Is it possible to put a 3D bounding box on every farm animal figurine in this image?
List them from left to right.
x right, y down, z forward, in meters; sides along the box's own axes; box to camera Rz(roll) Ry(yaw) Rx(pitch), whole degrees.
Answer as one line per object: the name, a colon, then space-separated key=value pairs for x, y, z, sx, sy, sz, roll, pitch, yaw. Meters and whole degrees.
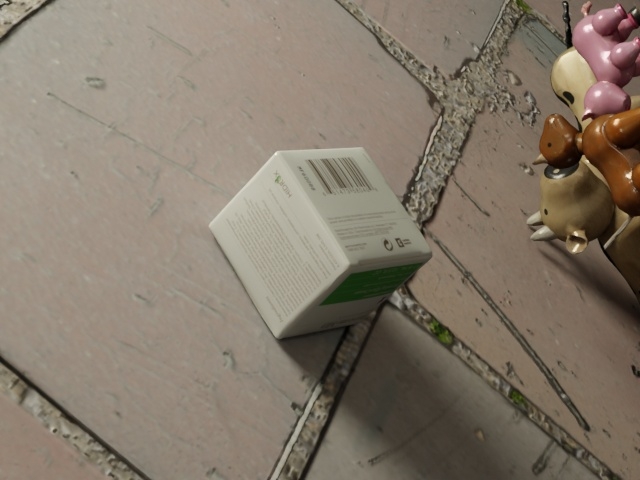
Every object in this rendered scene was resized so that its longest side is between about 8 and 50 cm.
farm animal figurine: x=0.285 y=-0.041 z=1.268 sx=0.327 sy=0.172 sz=0.330 roll=53 pitch=23 yaw=-11

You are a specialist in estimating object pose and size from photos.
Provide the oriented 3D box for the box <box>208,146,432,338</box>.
box: x=0.000 y=0.000 z=0.956 sx=0.101 sy=0.087 sz=0.102 roll=-7 pitch=60 yaw=-51
